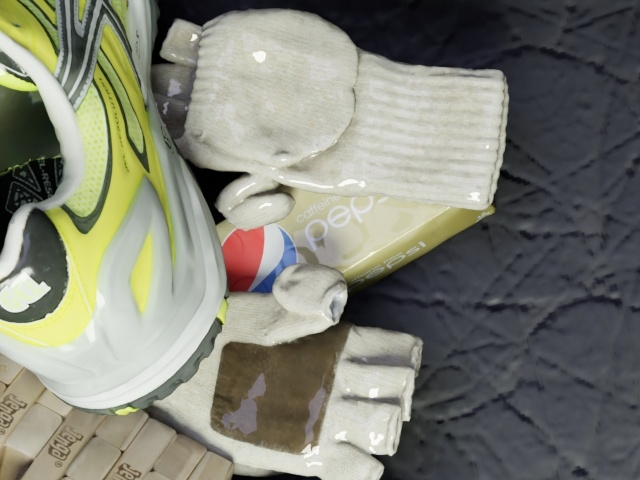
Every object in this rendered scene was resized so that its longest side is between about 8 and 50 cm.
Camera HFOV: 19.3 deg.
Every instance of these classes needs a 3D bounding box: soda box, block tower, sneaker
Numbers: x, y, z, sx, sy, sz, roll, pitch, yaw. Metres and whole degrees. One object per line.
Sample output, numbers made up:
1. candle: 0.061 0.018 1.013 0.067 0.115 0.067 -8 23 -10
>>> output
1. soda box: 0.000 0.000 1.010 0.181 0.058 0.061 -31 74 8
2. block tower: -0.055 0.173 0.931 0.335 0.091 0.097 27 47 8
3. sneaker: -0.155 -0.105 0.932 0.145 0.147 0.385 -31 62 8

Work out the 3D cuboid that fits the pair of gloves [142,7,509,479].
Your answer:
1. pair of gloves: -0.026 -0.001 0.964 0.204 0.042 0.240 16 83 18
